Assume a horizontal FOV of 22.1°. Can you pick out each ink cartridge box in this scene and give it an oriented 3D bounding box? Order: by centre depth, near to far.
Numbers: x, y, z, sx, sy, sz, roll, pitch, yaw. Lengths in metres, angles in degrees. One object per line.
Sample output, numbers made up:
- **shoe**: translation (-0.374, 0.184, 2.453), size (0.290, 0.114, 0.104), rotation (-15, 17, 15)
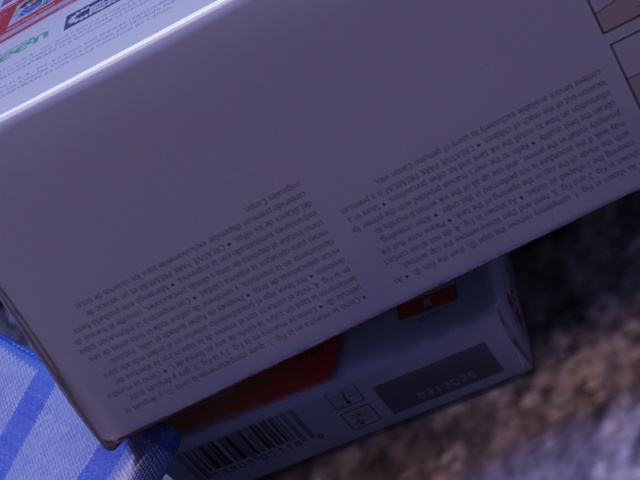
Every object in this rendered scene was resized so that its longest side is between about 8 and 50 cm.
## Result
- **ink cartridge box**: translation (0.027, -0.100, 0.627), size (0.309, 0.130, 0.272), rotation (-26, 25, 10)
- **ink cartridge box**: translation (0.000, 0.000, 0.653), size (0.145, 0.045, 0.179), rotation (-24, 46, 16)

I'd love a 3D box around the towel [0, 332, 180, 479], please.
- **towel**: translation (-0.189, 0.158, 0.622), size (0.209, 0.034, 0.285), rotation (20, 72, 51)
